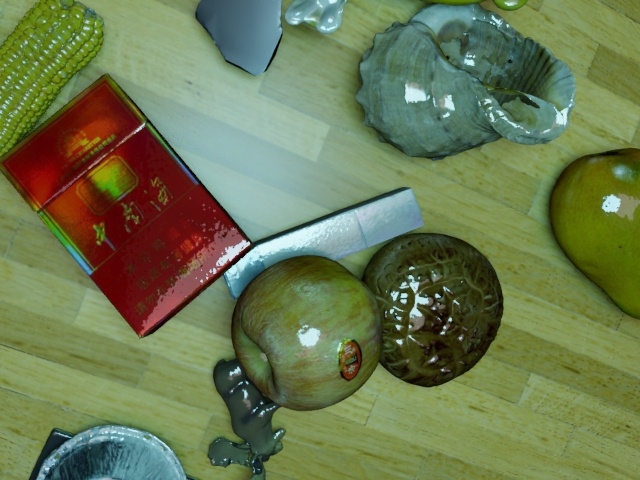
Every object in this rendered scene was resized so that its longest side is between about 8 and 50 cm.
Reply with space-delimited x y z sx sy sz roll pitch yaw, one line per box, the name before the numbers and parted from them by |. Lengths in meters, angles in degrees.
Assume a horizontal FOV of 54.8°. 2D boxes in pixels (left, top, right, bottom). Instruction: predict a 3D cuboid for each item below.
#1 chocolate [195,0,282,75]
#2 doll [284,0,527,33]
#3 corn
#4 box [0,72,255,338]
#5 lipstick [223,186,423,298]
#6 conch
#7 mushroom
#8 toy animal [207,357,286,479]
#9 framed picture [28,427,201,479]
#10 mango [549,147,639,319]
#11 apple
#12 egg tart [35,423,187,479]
chocolate | -0.114 -0.316 0.904 0.125 0.080 0.149 0 103 2
doll | 0.074 -0.476 0.858 0.348 0.161 0.423 -19 88 -4
corn | -0.422 -0.204 0.848 0.102 0.102 0.313 40 88 -12
box | -0.266 -0.048 0.866 0.197 0.089 0.313 -41 88 -3
lipstick | 0.000 0.000 0.962 0.317 0.066 0.068 -21 97 -7
conch | 0.207 -0.226 0.916 0.324 0.186 0.263 32 76 14
mushroom | 0.173 0.110 0.964 0.253 0.153 0.253 -5 103 -21
toy animal | -0.108 0.282 0.970 0.186 0.094 0.214 -32 93 -10
framed picture | -0.314 0.476 0.983 0.347 0.016 0.265 24 91 -11
mango | 0.507 -0.009 1.005 0.211 0.173 0.317 -39 108 -4
apple | -0.017 0.125 0.853 0.187 0.211 0.211 -26 101 -29
egg tart | -0.314 0.394 0.921 0.234 0.094 0.234 -1 95 -8
